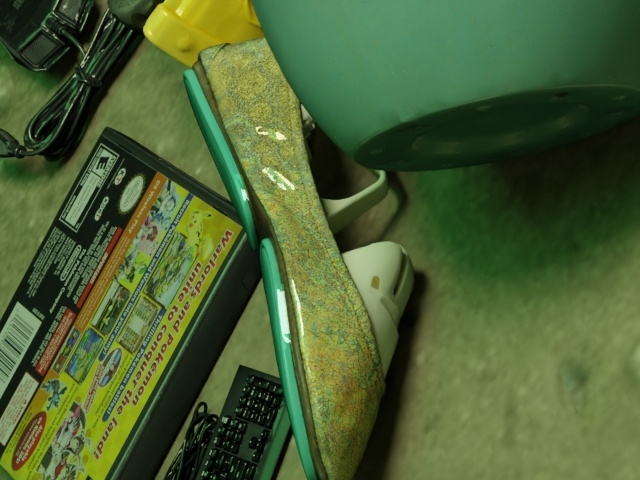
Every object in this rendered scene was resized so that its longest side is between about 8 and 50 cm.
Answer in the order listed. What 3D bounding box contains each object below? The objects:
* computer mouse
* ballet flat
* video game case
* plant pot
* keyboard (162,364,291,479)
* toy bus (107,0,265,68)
[{"bbox_3d":[-0.263,-0.167,1.736,0.262,0.060,0.184,30,89,40],"label":"computer mouse"},{"bbox_3d":[0.000,0.000,1.301,0.123,0.123,0.348,-39,53,29],"label":"ballet flat"},{"bbox_3d":[-0.167,0.070,1.512,0.248,0.035,0.275,32,94,52],"label":"video game case"},{"bbox_3d":[0.088,-0.175,1.165,0.293,0.293,0.235,-20,76,42],"label":"plant pot"},{"bbox_3d":[-0.083,0.178,1.355,0.100,0.038,0.192,12,79,51],"label":"keyboard"},{"bbox_3d":[-0.059,-0.248,1.459,0.211,0.149,0.220,-53,39,21],"label":"toy bus"}]
